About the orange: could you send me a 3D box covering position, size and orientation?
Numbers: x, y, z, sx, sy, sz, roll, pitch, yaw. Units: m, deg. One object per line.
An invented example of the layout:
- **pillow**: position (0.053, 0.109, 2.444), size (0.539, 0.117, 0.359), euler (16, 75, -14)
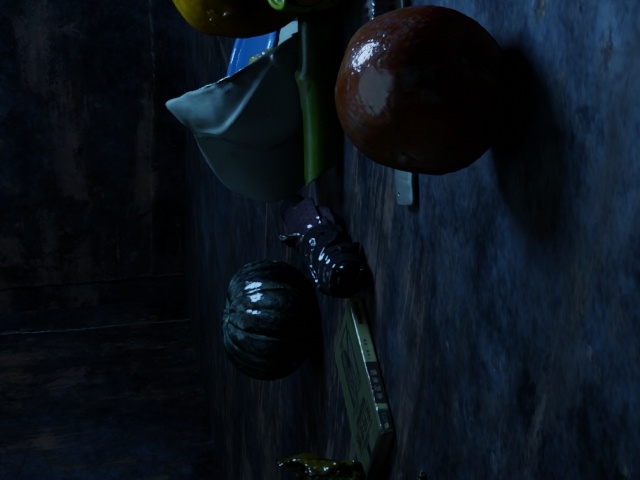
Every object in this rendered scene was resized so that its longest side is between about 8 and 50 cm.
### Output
- **orange**: position (-0.118, -0.408, 1.799), size (0.246, 0.246, 0.246), euler (176, 90, -79)

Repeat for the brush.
- **brush**: position (0.084, -0.202, 1.541), size (0.060, 0.050, 0.321), euler (-163, 68, -74)

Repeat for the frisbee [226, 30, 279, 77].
- **frisbee**: position (-0.118, -0.352, 2.392), size (0.242, 0.045, 0.242), euler (-48, 34, 48)

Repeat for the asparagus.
- **asparagus**: position (-0.001, -0.217, 1.907), size (0.060, 0.067, 0.278), euler (24, 124, 50)

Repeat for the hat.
- **hat**: position (-0.075, -0.187, 2.017), size (0.168, 0.258, 0.301), euler (30, 149, 45)

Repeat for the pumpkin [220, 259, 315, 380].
- **pumpkin**: position (-0.092, 0.139, 2.244), size (0.220, 0.161, 0.221), euler (-174, 90, -74)

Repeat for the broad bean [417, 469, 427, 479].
- **broad bean**: position (0.136, 0.403, 1.504), size (0.065, 0.046, 0.255), euler (124, 143, -51)

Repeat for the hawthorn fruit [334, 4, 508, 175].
- **hawthorn fruit**: position (0.097, -0.143, 1.203), size (0.173, 0.172, 0.173), euler (176, 90, -79)

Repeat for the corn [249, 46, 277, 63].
- **corn**: position (-0.092, -0.240, 2.277), size (0.320, 0.097, 0.097), euler (105, 158, -62)

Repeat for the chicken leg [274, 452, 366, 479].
- **chicken leg**: position (0.002, 0.400, 1.845), size (0.212, 0.140, 0.361), euler (61, 165, -2)

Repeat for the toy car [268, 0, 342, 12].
- **toy car**: position (0.008, -0.405, 1.593), size (0.248, 0.142, 0.200), euler (115, 146, -50)

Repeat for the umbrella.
- **umbrella**: position (0.000, 0.000, 1.927), size (0.090, 0.094, 0.326), euler (42, -173, -26)

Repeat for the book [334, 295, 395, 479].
- **book**: position (0.062, 0.220, 1.852), size (0.161, 0.026, 0.231), euler (101, 161, -52)
